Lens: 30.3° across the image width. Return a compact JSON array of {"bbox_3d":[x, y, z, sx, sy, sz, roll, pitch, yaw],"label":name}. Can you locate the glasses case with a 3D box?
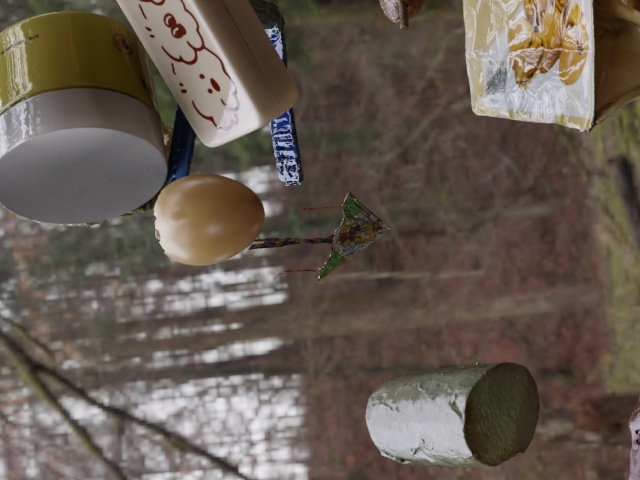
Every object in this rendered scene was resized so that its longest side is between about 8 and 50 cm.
[{"bbox_3d":[-0.162,-0.280,1.407,0.076,0.144,0.336,-38,-78,-35],"label":"glasses case"}]

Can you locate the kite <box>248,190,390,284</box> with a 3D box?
[{"bbox_3d":[0.000,0.000,1.741,0.006,0.244,0.198,58,141,34],"label":"kite"}]

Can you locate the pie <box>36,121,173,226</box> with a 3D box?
[{"bbox_3d":[-0.318,-0.086,1.680,0.201,0.248,0.090,-95,-4,-50],"label":"pie"}]

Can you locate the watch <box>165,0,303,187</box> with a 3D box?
[{"bbox_3d":[-0.133,-0.186,1.568,0.276,0.068,0.274,-19,-74,-54],"label":"watch"}]

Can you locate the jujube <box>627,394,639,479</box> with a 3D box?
[{"bbox_3d":[0.353,0.124,0.830,0.258,0.258,0.376,48,-122,-68],"label":"jujube"}]

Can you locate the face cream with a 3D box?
[{"bbox_3d":[-0.311,-0.152,1.487,0.218,0.218,0.179,58,-163,-60],"label":"face cream"}]

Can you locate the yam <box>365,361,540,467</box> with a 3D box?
[{"bbox_3d":[0.202,0.269,1.805,0.161,0.268,0.161,7,-102,-33],"label":"yam"}]

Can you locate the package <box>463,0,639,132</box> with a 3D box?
[{"bbox_3d":[0.291,-0.240,1.289,0.311,0.165,0.221,-156,61,-71],"label":"package"}]

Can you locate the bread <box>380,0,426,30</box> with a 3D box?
[{"bbox_3d":[0.115,-0.413,1.671,0.124,0.084,0.344,84,-177,-52],"label":"bread"}]

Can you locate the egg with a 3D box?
[{"bbox_3d":[-0.095,-0.019,1.017,0.080,0.096,0.080,-9,-90,-86],"label":"egg"}]
